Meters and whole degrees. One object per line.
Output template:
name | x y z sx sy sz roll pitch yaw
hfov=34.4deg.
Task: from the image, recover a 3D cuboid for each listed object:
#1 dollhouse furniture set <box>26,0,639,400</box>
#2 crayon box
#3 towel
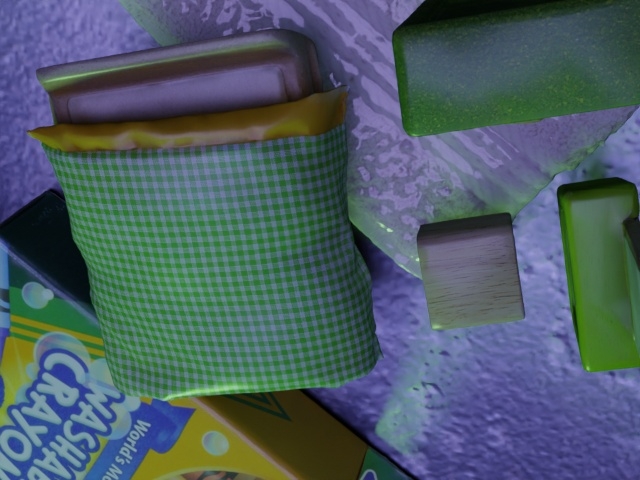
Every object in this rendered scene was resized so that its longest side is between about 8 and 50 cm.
dollhouse furniture set | 0.000 0.000 0.485 0.301 0.151 0.198 -8 107 10
crayon box | -0.117 0.148 0.684 0.323 0.083 0.203 38 116 -4
towel | 0.027 -0.122 0.554 0.282 0.049 0.187 41 116 -5
